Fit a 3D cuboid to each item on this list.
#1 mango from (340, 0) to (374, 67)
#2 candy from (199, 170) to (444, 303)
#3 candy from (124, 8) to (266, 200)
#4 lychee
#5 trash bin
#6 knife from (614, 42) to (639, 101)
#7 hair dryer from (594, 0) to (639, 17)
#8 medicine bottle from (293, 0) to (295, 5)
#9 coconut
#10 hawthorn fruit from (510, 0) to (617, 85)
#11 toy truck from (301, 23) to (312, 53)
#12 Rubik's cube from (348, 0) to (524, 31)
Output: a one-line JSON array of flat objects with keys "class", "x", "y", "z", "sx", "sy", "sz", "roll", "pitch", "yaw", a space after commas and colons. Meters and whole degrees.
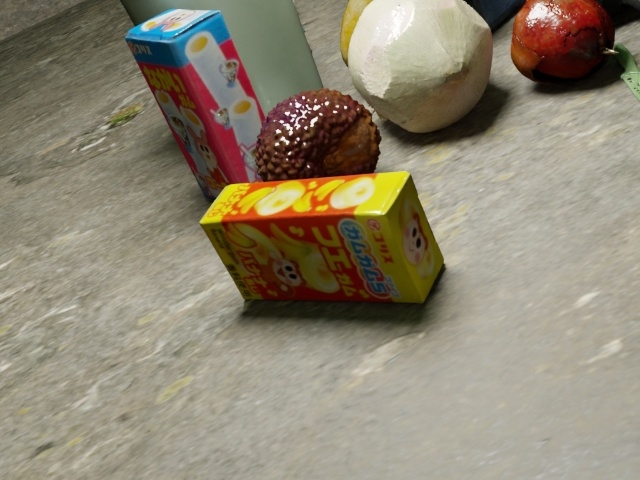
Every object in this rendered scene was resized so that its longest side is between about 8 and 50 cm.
[{"class": "mango", "x": 0.149, "y": -0.402, "z": 1.478, "sx": 0.316, "sy": 0.192, "sz": 0.146, "roll": -56, "pitch": 42, "yaw": 29}, {"class": "candy", "x": 0.000, "y": 0.000, "z": 1.075, "sx": 0.276, "sy": 0.146, "sz": 0.088, "roll": 0, "pitch": 39, "yaw": 33}, {"class": "candy", "x": -0.166, "y": -0.197, "z": 1.338, "sx": 0.100, "sy": 0.306, "sz": 0.157, "roll": -38, "pitch": 32, "yaw": -22}, {"class": "lychee", "x": -0.011, "y": -0.133, "z": 1.256, "sx": 0.188, "sy": 0.188, "sz": 0.188, "roll": -18, "pitch": 31, "yaw": 11}, {"class": "trash bin", "x": -0.170, "y": -0.370, "z": 1.487, "sx": 0.280, "sy": 0.432, "sz": 0.280, "roll": -18, "pitch": 30, "yaw": 11}, {"class": "knife", "x": 0.448, "y": -0.242, "z": 1.261, "sx": 0.030, "sy": 0.014, "sz": 0.207, "roll": -15, "pitch": 32, "yaw": 13}, {"class": "hair dryer", "x": 0.553, "y": -0.371, "z": 1.346, "sx": 0.303, "sy": 0.120, "sz": 0.359, "roll": -18, "pitch": 38, "yaw": -18}, {"class": "medicine bottle", "x": -0.199, "y": -0.538, "z": 2.055, "sx": 0.258, "sy": 0.143, "sz": 0.143, "roll": -9, "pitch": 34, "yaw": 27}, {"class": "coconut", "x": 0.154, "y": -0.276, "z": 1.332, "sx": 0.224, "sy": 0.224, "sz": 0.234, "roll": -24, "pitch": 33, "yaw": 1}, {"class": "hawthorn fruit", "x": 0.365, "y": -0.297, "z": 1.289, "sx": 0.172, "sy": 0.148, "sz": 0.148, "roll": 29, "pitch": 57, "yaw": 36}, {"class": "toy truck", "x": -0.170, "y": -0.476, "z": 1.806, "sx": 0.206, "sy": 0.173, "sz": 0.388, "roll": -26, "pitch": 53, "yaw": 10}, {"class": "Rubik's cube", "x": 0.231, "y": -0.587, "z": 1.658, "sx": 0.313, "sy": 0.316, "sz": 0.318, "roll": 11, "pitch": 47, "yaw": 45}]
